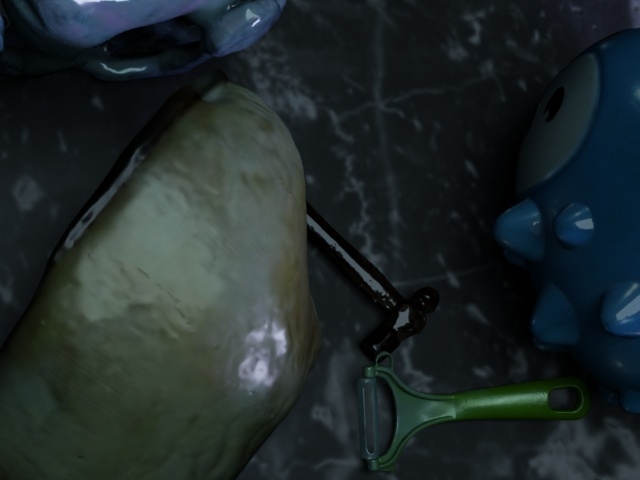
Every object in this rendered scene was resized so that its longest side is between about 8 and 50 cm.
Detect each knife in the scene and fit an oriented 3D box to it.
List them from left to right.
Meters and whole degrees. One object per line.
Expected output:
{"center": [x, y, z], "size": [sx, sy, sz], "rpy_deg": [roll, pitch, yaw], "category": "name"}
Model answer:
{"center": [0.101, 0.106, 1.017], "size": [0.166, 0.022, 0.078], "rpy_deg": [-4, 97, -21], "category": "knife"}

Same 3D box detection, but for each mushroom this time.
{"center": [-0.080, 0.048, 0.875], "size": [0.164, 0.189, 0.267], "rpy_deg": [38, 69, -5], "category": "mushroom"}

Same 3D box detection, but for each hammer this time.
{"center": [0.000, 0.000, 1.007], "size": [0.178, 0.021, 0.065], "rpy_deg": [45, 69, -5], "category": "hammer"}

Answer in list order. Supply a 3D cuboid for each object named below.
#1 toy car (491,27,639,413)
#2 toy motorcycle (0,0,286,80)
{"center": [0.206, -0.004, 0.994], "size": [0.190, 0.188, 0.255], "rpy_deg": [-20, 88, -16], "category": "toy car"}
{"center": [-0.106, -0.161, 0.889], "size": [0.206, 0.260, 0.154], "rpy_deg": [-32, 89, 19], "category": "toy motorcycle"}
